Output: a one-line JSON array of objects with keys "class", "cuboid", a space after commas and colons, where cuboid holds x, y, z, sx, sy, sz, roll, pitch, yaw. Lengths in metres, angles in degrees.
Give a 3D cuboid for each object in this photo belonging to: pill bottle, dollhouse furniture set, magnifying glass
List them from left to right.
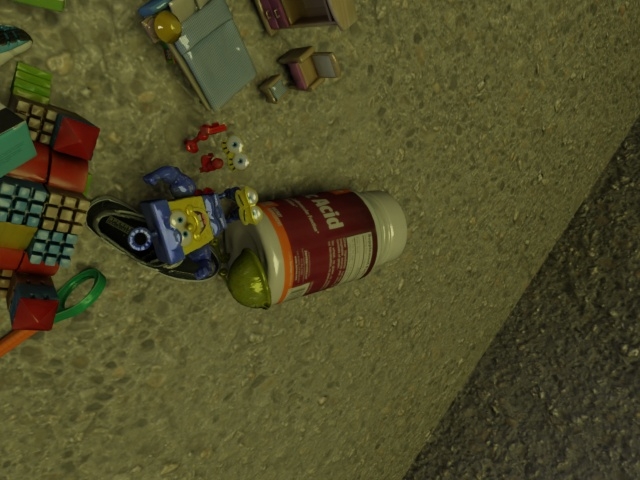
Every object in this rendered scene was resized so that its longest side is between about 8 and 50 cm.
[{"class": "magnifying glass", "cuboid": [-0.492, 0.133, 0.807, 0.231, 0.092, 0.026, -38, 132, -6]}, {"class": "dollhouse furniture set", "cuboid": [-0.099, -0.329, 0.783, 0.303, 0.198, 0.287, -50, 137, -25]}, {"class": "pill bottle", "cuboid": [0.000, 0.000, 1.038, 0.391, 0.224, 0.224, -13, 117, -34]}]

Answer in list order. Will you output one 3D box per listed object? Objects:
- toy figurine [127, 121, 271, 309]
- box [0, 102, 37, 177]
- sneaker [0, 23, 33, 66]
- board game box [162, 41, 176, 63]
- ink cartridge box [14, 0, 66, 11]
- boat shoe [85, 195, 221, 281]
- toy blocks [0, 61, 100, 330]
[{"class": "toy figurine", "cuboid": [-0.240, -0.008, 0.798, 0.217, 0.191, 0.363, -27, 113, -43]}, {"class": "box", "cuboid": [-0.467, -0.158, 0.516, 0.101, 0.244, 0.060, -51, 174, -35]}, {"class": "sneaker", "cuboid": [-0.507, -0.247, 0.644, 0.190, 0.071, 0.083, -37, 154, -25]}, {"class": "board game box", "cuboid": [-0.241, -0.414, 0.787, 0.092, 0.043, 0.182, -21, 121, -30]}, {"class": "ink cartridge box", "cuboid": [-0.415, -0.447, 0.544, 0.188, 0.097, 0.255, -3, 130, -38]}, {"class": "boat shoe", "cuboid": [-0.309, 0.014, 0.878, 0.301, 0.102, 0.108, 39, 83, -41]}, {"class": "toy blocks", "cuboid": [-0.423, -0.051, 0.654, 0.190, 0.260, 0.382, 14, 99, -41]}]
